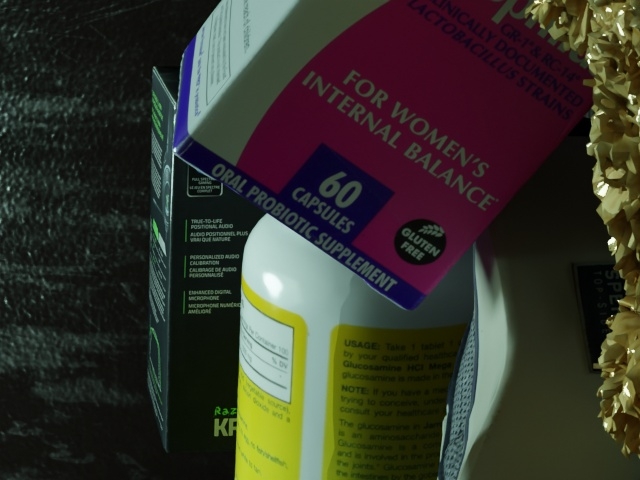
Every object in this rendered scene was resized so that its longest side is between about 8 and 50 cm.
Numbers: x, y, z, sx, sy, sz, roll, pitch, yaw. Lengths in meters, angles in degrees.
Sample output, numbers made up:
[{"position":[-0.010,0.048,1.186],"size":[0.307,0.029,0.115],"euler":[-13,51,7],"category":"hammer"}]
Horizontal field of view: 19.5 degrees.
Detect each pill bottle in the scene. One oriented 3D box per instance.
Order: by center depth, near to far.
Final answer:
[{"position":[0.039,0.081,1.235],"size":[0.188,0.187,0.334],"euler":[-94,7,-69],"category":"pill bottle"}]

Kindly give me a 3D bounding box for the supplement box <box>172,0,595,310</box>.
[{"position":[0.054,-0.102,0.677],"size":[0.220,0.111,0.114],"euler":[-51,17,19],"category":"supplement box"}]

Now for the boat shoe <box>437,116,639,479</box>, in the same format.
[{"position":[0.104,0.109,0.661],"size":[0.340,0.127,0.158],"euler":[-78,-13,-52],"category":"boat shoe"}]

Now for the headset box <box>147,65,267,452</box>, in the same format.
[{"position":[0.000,0.000,1.381],"size":[0.131,0.246,0.283],"euler":[-125,37,-69],"category":"headset box"}]

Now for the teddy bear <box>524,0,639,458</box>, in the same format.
[{"position":[0.112,-0.070,0.482],"size":[0.245,0.113,0.338],"euler":[-96,7,-58],"category":"teddy bear"}]
